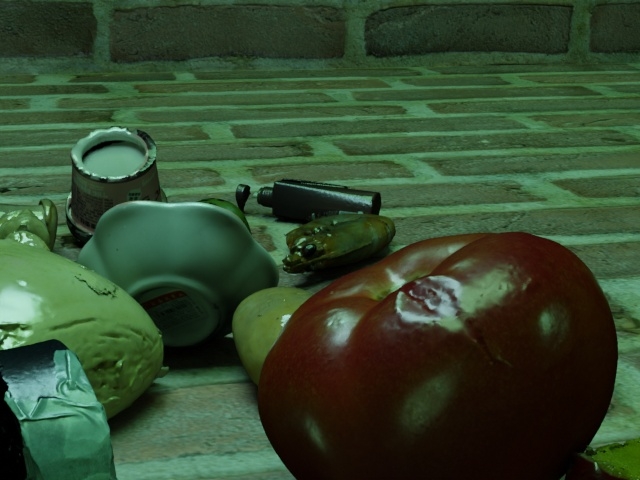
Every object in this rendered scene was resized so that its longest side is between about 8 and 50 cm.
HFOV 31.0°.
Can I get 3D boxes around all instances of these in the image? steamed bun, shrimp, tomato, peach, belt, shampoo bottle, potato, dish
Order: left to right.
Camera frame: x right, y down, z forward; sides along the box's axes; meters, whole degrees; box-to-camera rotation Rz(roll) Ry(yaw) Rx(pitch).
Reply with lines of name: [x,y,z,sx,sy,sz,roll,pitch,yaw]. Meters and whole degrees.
steamed bun: [-0.424,0.020,1.482,0.178,0.106,0.192,-1,15,-12]
steamed bun: [-0.296,0.092,1.151,0.232,0.166,0.273,14,21,41]
belt: [-0.226,0.164,0.944,0.078,0.151,0.198,-9,30,-29]
dish: [-0.162,0.059,1.274,0.230,0.229,0.081,1,44,2]
potato: [-0.029,0.107,1.215,0.118,0.109,0.178,-23,22,-10]
shampoo bottle: [-0.022,-0.061,1.843,0.236,0.068,0.067,9,18,18]
shrimp: [0.000,0.000,1.644,0.152,0.062,0.287,8,15,30]
tomato: [0.102,0.122,0.957,0.299,0.226,0.298,-26,11,5]
peach: [0.260,0.212,0.920,0.127,0.092,0.172,12,8,19]

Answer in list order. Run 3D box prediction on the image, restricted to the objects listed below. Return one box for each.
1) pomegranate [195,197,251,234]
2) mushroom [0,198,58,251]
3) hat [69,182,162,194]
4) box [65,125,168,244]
pomegranate: [-0.135,0.014,1.521,0.122,0.122,0.161,-14,46,-41]
mushroom: [-0.496,-0.018,1.627,0.247,0.096,0.108,4,20,-8]
hat: [-0.318,-0.048,1.803,0.146,0.067,0.146,4,57,-6]
box: [-0.300,-0.082,1.689,0.151,0.135,0.151,3,41,-3]
